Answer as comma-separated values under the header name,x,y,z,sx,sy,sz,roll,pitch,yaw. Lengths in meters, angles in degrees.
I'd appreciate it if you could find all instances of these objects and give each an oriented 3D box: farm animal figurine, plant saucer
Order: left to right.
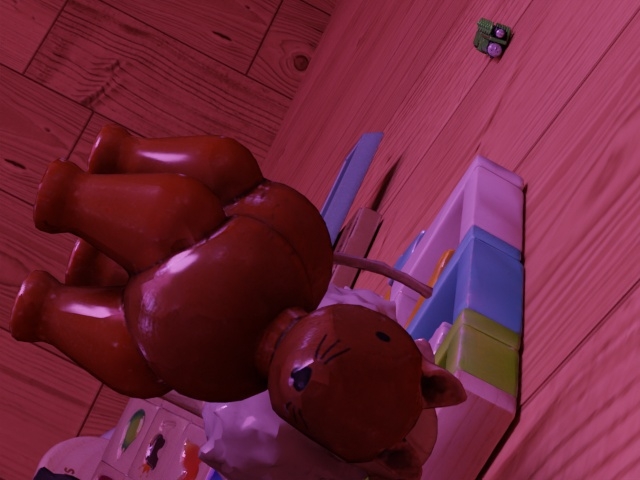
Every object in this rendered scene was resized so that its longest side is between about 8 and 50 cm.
name,x,y,z,sx,sy,sz,roll,pitch,yaw
farm animal figurine,-0.024,0.152,0.528,0.327,0.172,0.330,81,-153,-78
plant saucer,0.000,0.000,1.482,0.192,0.018,0.067,-64,6,-24

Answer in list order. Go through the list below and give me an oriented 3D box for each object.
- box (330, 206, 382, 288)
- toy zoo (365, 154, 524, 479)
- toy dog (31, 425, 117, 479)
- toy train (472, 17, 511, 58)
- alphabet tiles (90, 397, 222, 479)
name,x,y,z,sx,sy,sz,roll,pitch,yaw
box,-0.020,0.085,1.457,0.201,0.021,0.164,-66,6,-24
toy zoo,0.038,0.078,0.901,0.192,0.030,0.293,-61,6,23
toy dog,-0.080,0.172,1.172,0.333,0.161,0.220,-48,-7,-37
toy train,0.116,-0.138,1.283,0.083,0.017,0.023,-97,25,-80
alphabet tiles,-0.072,0.151,0.920,0.237,0.009,0.198,14,77,61
